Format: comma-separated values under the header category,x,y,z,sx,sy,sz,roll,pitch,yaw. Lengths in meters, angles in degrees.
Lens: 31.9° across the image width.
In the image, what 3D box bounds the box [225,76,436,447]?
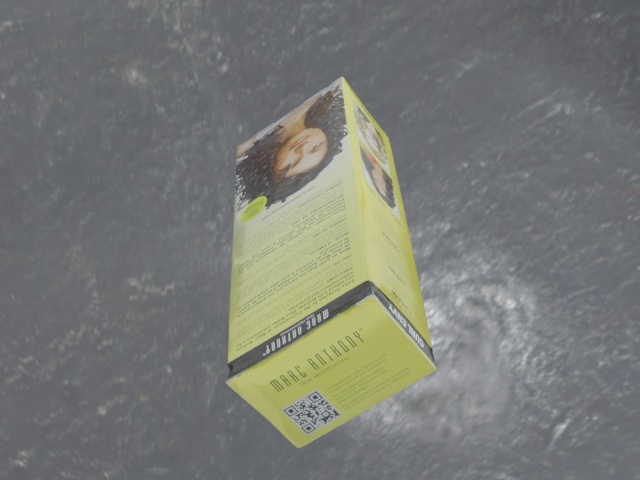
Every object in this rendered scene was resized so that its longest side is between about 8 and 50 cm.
category,x,y,z,sx,sy,sz,roll,pitch,yaw
box,0.000,0.000,0.608,0.087,0.232,0.058,-33,119,16
